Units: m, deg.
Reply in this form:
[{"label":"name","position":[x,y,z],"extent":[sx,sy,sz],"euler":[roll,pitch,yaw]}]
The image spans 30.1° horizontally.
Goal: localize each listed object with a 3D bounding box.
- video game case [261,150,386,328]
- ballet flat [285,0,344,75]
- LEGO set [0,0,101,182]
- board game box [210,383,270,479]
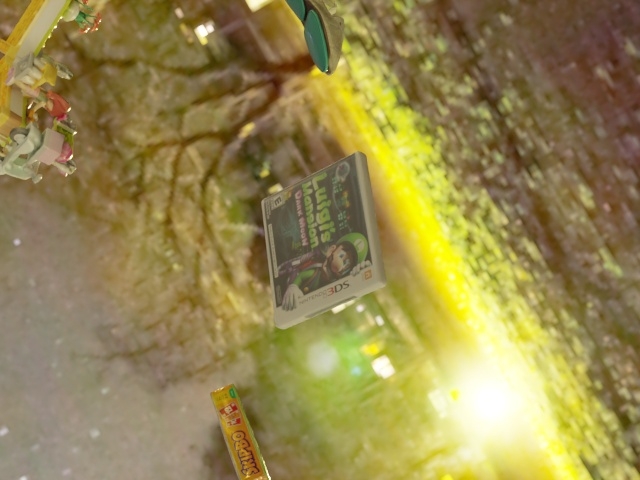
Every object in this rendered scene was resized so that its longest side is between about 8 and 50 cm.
[{"label":"video game case","position":[0.000,0.000,1.548],"extent":[0.022,0.173,0.190],"euler":[24,-130,-47]},{"label":"ballet flat","position":[0.002,-0.265,1.411],"extent":[0.057,0.052,0.168],"euler":[108,145,-51]},{"label":"LEGO set","position":[-0.263,-0.173,1.213],"extent":[0.107,0.132,0.287],"euler":[33,-127,-36]},{"label":"board game box","position":[-0.067,0.282,1.323],"extent":[0.259,0.039,0.124],"euler":[74,172,-48]}]
